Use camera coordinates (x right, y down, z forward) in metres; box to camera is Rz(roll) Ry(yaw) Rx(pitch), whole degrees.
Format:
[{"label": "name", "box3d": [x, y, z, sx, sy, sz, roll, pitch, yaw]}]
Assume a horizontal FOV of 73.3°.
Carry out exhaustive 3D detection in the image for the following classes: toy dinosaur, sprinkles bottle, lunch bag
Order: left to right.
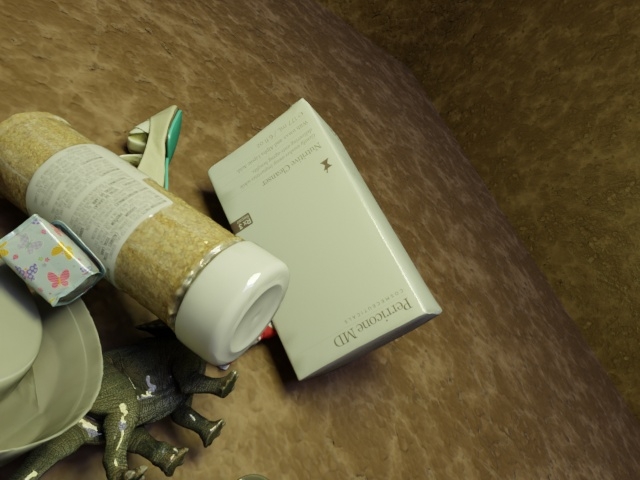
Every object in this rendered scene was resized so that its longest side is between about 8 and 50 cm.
[{"label": "lunch bag", "box3d": [-0.237, 0.018, 0.386, 0.053, 0.083, 0.071, -44, 98, -20]}, {"label": "sprinkles bottle", "box3d": [-0.206, -0.014, 0.468, 0.356, 0.121, 0.121, 32, 30, 16]}, {"label": "toy dinosaur", "box3d": [-0.195, 0.161, 0.448, 0.161, 0.120, 0.314, 28, 38, 21]}]

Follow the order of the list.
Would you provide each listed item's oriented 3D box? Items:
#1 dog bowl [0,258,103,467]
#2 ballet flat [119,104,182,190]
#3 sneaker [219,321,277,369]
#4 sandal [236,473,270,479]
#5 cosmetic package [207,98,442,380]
[{"label": "dog bowl", "box3d": [-0.317, 0.028, 0.278, 0.348, 0.102, 0.349, 46, -5, 5]}, {"label": "ballet flat", "box3d": [-0.270, -0.135, 0.675, 0.086, 0.086, 0.248, 24, 41, -33]}, {"label": "sneaker", "box3d": [-0.108, 0.146, 0.607, 0.119, 0.042, 0.066, 10, 45, -34]}, {"label": "sandal", "box3d": [-0.106, 0.301, 0.408, 0.090, 0.060, 0.219, 25, 25, 22]}, {"label": "cosmetic package", "box3d": [0.000, 0.000, 0.699, 0.384, 0.217, 0.156, 61, 15, 22]}]
